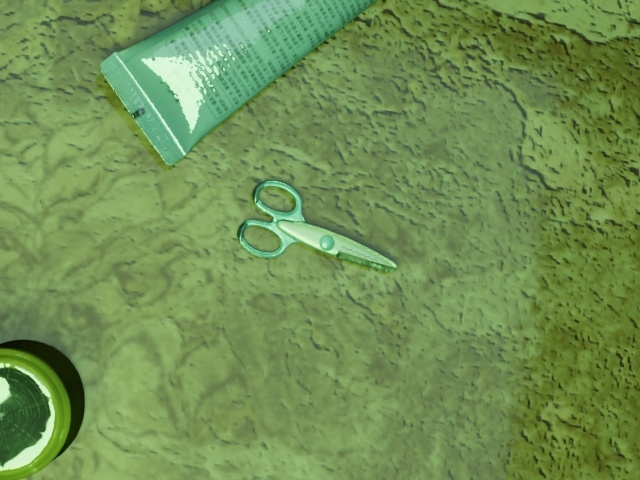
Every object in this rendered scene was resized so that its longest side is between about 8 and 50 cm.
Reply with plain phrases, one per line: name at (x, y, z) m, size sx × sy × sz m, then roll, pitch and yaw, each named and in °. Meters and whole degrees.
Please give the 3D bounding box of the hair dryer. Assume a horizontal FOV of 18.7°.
hair dryer at (-0.268, 0.186, 1.305) m, size 0.090 × 0.135 × 0.279 m, roll 41°, pitch 88°, yaw -3°

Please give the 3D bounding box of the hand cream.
hand cream at (-0.028, -0.168, 1.426) m, size 0.271 × 0.058 × 0.091 m, roll -36°, pitch 102°, yaw -9°

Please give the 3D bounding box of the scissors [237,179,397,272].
scissors at (0.000, 0.000, 1.427) m, size 0.119 × 0.014 × 0.058 m, roll 23°, pitch 84°, yaw -4°
